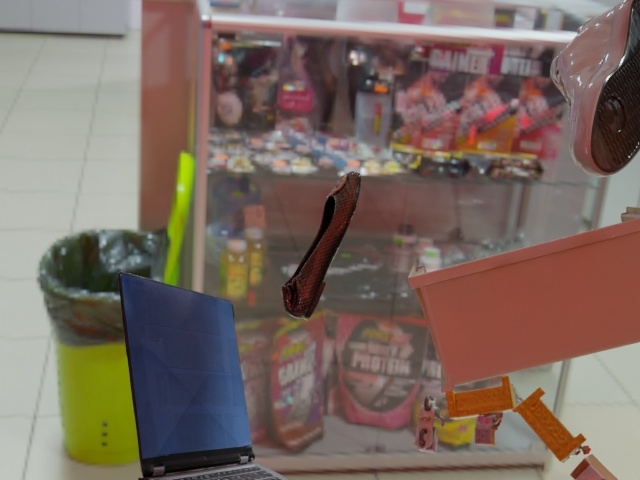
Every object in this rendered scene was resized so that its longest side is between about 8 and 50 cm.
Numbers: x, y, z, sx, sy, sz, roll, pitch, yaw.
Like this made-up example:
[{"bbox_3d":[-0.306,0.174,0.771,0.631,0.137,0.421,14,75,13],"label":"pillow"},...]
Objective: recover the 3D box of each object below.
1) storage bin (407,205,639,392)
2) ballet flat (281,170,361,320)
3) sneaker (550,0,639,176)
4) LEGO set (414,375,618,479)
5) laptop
[{"bbox_3d":[0.241,0.054,1.058,0.262,0.123,0.260,-15,1,7],"label":"storage bin"},{"bbox_3d":[0.000,0.000,1.466,0.058,0.250,0.084,23,-17,-6],"label":"ballet flat"},{"bbox_3d":[0.349,-0.182,1.244,0.123,0.106,0.290,-17,37,45],"label":"sneaker"},{"bbox_3d":[0.282,0.266,1.366,0.287,0.132,0.107,11,-11,25],"label":"LEGO set"},{"bbox_3d":[-0.078,0.250,1.367,0.408,0.236,0.382,23,-1,20],"label":"laptop"}]
